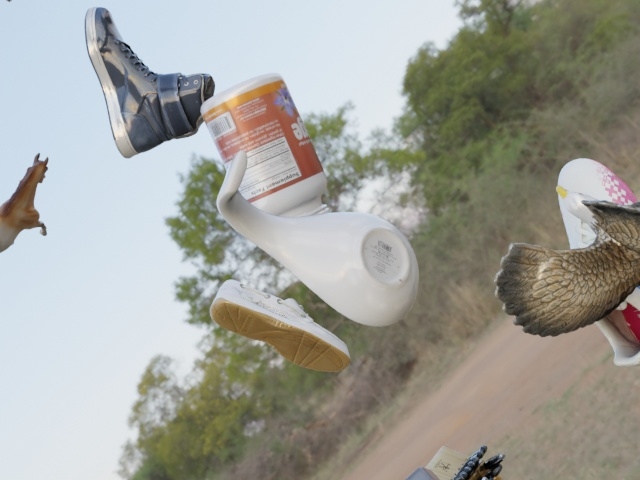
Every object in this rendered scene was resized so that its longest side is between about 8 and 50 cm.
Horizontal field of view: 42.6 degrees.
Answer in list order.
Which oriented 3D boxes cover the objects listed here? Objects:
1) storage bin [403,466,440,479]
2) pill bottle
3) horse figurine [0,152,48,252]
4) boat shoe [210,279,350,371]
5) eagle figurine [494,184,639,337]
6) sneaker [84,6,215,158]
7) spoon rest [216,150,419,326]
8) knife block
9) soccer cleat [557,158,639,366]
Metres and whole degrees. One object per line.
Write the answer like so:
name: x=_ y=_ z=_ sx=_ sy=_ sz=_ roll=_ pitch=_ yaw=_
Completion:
storage bin: x=0.166 y=0.416 z=1.246 sx=0.091 sy=0.135 sz=0.098 roll=-46 pitch=-33 yaw=3
pill bottle: x=-0.065 y=-0.103 z=1.096 sx=0.121 sy=0.216 sz=0.121 roll=-24 pitch=5 yaw=2
horse figurine: x=-0.505 y=0.001 z=1.254 sx=0.263 sy=0.066 sz=0.174 roll=-45 pitch=-6 yaw=-31
boat shoe: x=-0.063 y=0.148 z=1.513 sx=0.098 sy=0.277 sz=0.096 roll=-52 pitch=15 yaw=40
eagle figurine: x=0.380 y=0.006 z=1.046 sx=0.298 sy=0.225 sz=0.227 roll=-34 pitch=-54 yaw=-49
sneaker: x=-0.246 y=-0.252 z=1.212 sx=0.163 sy=0.226 sz=0.086 roll=-16 pitch=4 yaw=9
spoon rest: x=0.000 y=0.000 z=0.926 sx=0.084 sy=0.276 sz=0.137 roll=-28 pitch=37 yaw=51
knife block: x=0.325 y=0.513 z=1.605 sx=0.242 sy=0.276 sz=0.088 roll=15 pitch=47 yaw=44
soccer cleat: x=0.433 y=0.032 z=1.230 sx=0.143 sy=0.331 sz=0.116 roll=-16 pitch=-11 yaw=-39
